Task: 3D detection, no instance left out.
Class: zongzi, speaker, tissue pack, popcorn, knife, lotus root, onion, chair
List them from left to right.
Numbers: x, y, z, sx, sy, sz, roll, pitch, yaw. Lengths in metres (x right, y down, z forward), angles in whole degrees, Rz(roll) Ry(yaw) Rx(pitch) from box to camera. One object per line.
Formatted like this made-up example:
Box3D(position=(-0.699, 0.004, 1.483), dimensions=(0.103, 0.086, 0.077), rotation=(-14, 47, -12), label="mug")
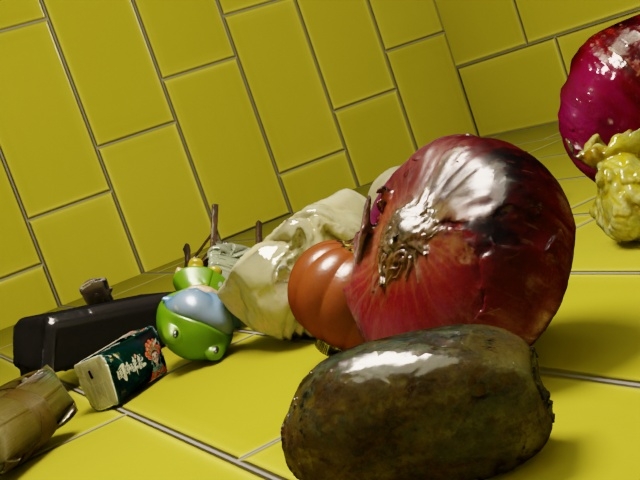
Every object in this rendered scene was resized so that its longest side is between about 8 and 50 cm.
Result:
Box3D(position=(-0.574, 0.338, 1.659), dimensions=(0.289, 0.123, 0.260), rotation=(-27, 7, 20), label="zongzi")
Box3D(position=(-0.480, 0.229, 2.166), dimensions=(0.388, 0.184, 0.180), rotation=(-11, 2, -40), label="speaker")
Box3D(position=(-0.501, 0.155, 2.355), dimensions=(0.089, 0.043, 0.365), rotation=(-31, -20, -12), label="knife")
Box3D(position=(-0.368, 0.236, 1.870), dimensions=(0.090, 0.103, 0.170), rotation=(-14, 9, 29), label="tissue pack")
Box3D(position=(-0.210, 0.089, 2.250), dimensions=(0.186, 0.160, 0.319), rotation=(-52, 30, 33), label="chair")
Box3D(position=(0.092, 0.173, 1.019), dimensions=(0.275, 0.152, 0.160), rotation=(-19, 16, 13), label="lotus root")
Box3D(position=(0.204, 0.036, 1.331), dimensions=(0.285, 0.348, 0.347), rotation=(29, -23, -33), label="onion")
Box3D(position=(0.516, -0.094, 1.690), dimensions=(0.173, 0.195, 0.168), rotation=(-11, 2, 24), label="popcorn")
Box3D(position=(0.666, -0.231, 1.867), dimensions=(0.398, 0.398, 0.420), rotation=(-19, 29, -3), label="onion")

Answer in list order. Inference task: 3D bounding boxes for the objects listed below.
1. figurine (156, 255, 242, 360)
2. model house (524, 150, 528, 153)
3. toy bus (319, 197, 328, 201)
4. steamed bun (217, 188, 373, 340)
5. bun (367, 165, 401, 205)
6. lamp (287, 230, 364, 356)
Box3D(position=(-0.236, 0.133, 1.965), dimensions=(0.143, 0.162, 0.263), rotation=(-53, 19, 25), label="figurine")
Box3D(position=(0.398, -0.121, 2.271), dimensions=(0.183, 0.172, 0.166), rotation=(-17, 7, 9), label="model house")
Box3D(position=(0.000, 0.000, 2.414), dimensions=(0.133, 0.165, 0.276), rotation=(-17, 7, 23), label="toy bus")
Box3D(position=(-0.015, 0.066, 1.853), dimensions=(0.320, 0.206, 0.275), rotation=(-45, -12, 20), label="steamed bun")
Box3D(position=(0.206, -0.050, 2.125), dimensions=(0.231, 0.231, 0.133), rotation=(-18, 25, 10), label="bun")
Box3D(position=(0.057, 0.086, 1.549), dimensions=(0.223, 0.196, 0.223), rotation=(20, 9, -3), label="lamp")
